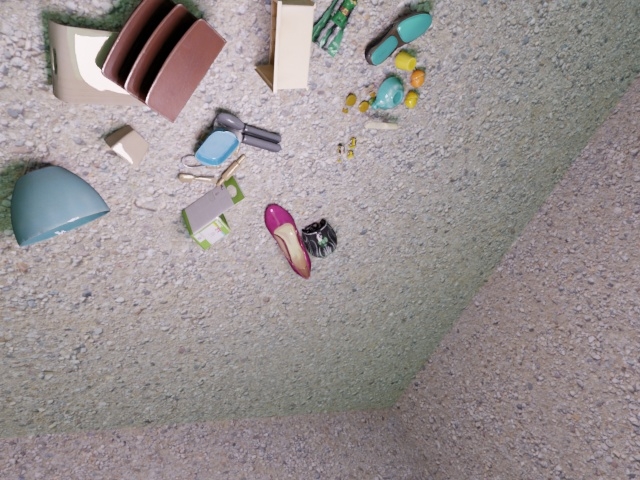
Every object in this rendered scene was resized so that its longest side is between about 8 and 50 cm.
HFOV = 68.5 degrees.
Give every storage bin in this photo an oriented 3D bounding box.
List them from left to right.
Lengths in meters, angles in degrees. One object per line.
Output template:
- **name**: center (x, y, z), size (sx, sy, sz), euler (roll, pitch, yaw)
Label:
- **storage bin**: center (-0.126, -0.646, 1.500), size (0.123, 0.260, 0.262), euler (-9, 129, -21)

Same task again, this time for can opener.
- **can opener**: center (-0.264, -0.393, 1.744), size (0.280, 0.093, 0.074), euler (12, 79, -37)

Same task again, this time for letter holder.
- **letter holder**: center (-0.467, -0.548, 1.391), size (0.302, 0.152, 0.214), euler (-55, 149, 3)

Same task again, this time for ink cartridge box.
- **ink cartridge box**: center (-0.396, -0.111, 1.832), size (0.255, 0.189, 0.097), euler (-35, 133, 0)

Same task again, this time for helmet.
- **helmet**: center (0.000, 0.000, 2.171), size (0.169, 0.169, 0.162), euler (-27, 117, -7)

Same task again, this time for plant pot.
- **plant pot**: center (-0.874, -0.128, 1.532), size (0.290, 0.290, 0.196), euler (-25, 98, -9)
- **plant pot**: center (-0.645, -0.325, 1.589), size (0.096, 0.109, 0.109), euler (-47, 134, -4)

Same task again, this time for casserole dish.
- **casserole dish**: center (-0.374, -0.340, 1.699), size (0.114, 0.037, 0.188), euler (17, 138, -40)

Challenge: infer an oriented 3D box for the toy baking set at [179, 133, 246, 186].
- **toy baking set**: center (-0.411, -0.299, 1.788), size (0.196, 0.030, 0.256), euler (35, 98, -36)

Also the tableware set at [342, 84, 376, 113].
- **tableware set**: center (0.156, -0.559, 1.894), size (0.154, 0.024, 0.104), euler (-28, 137, -7)

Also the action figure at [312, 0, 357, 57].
- **action figure**: center (0.064, -0.778, 1.642), size (0.137, 0.063, 0.232), euler (24, 108, -36)

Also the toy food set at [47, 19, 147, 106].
- **toy food set**: center (-0.650, -0.536, 1.436), size (0.306, 0.092, 0.220), euler (-8, 129, -34)

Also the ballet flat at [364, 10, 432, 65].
- **ballet flat**: center (0.276, -0.760, 1.742), size (0.280, 0.096, 0.095), euler (-34, 130, 2)

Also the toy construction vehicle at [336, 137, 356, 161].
- **toy construction vehicle**: center (0.108, -0.387, 2.000), size (0.085, 0.035, 0.098), euler (-24, 137, -25)

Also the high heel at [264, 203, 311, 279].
- **high heel**: center (-0.129, 0.007, 2.079), size (0.127, 0.181, 0.377), euler (-32, 134, -2)

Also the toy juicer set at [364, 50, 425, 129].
- **toy juicer set**: center (0.302, -0.580, 1.918), size (0.209, 0.089, 0.329), euler (17, 108, -51)
